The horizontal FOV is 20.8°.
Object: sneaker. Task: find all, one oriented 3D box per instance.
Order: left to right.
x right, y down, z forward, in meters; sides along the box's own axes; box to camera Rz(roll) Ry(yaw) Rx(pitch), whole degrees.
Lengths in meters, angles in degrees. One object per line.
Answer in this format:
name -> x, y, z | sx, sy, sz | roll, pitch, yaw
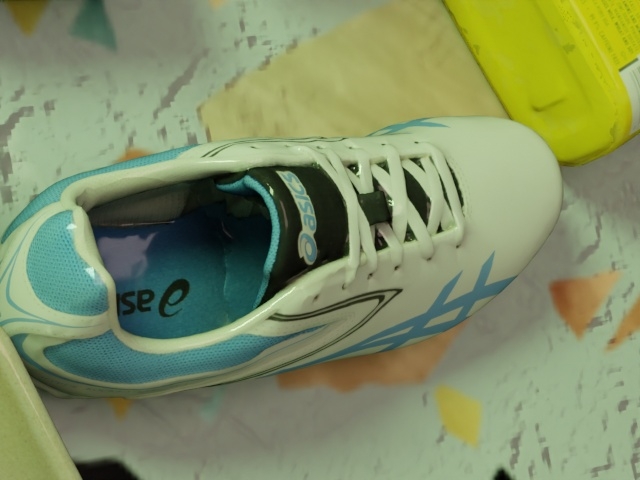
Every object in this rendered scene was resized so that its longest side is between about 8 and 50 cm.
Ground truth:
sneaker -> 0.000, 0.000, 0.599 | 0.237, 0.086, 0.085 | -15, 83, -34

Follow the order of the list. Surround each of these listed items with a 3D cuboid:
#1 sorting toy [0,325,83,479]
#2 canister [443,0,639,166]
sorting toy -> -0.137, 0.146, 0.493 | 0.208, 0.038, 0.193 | -31, 101, -32
canister -> 0.136, -0.119, 0.718 | 0.170, 0.073, 0.126 | -32, 94, -31
